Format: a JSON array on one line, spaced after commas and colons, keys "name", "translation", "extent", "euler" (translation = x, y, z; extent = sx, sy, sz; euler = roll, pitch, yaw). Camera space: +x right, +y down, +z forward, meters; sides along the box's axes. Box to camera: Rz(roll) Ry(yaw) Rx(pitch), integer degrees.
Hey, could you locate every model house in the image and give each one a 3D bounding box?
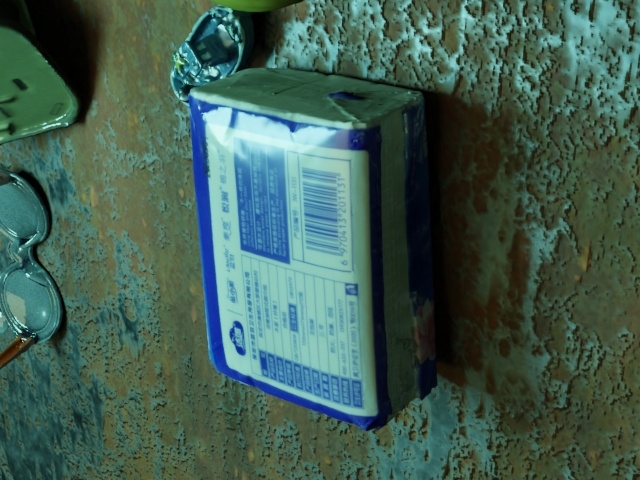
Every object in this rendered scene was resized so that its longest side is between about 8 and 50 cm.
[{"name": "model house", "translation": [-0.389, -0.262, 1.350], "extent": [0.205, 0.218, 0.279], "euler": [59, -160, -62]}]

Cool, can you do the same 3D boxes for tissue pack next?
[{"name": "tissue pack", "translation": [0.000, 0.000, 1.068], "extent": [0.209, 0.137, 0.270], "euler": [15, 117, 41]}]

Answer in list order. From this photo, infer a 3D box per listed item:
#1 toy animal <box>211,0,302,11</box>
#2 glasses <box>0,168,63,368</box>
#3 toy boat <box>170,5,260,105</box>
[{"name": "toy animal", "translation": [-0.072, -0.275, 0.951], "extent": [0.338, 0.216, 0.191], "euler": [26, 155, 38]}, {"name": "glasses", "translation": [-0.412, 0.062, 1.433], "extent": [0.118, 0.268, 0.234], "euler": [10, 117, 22]}, {"name": "toy boat", "translation": [-0.100, -0.169, 1.132], "extent": [0.137, 0.061, 0.060], "euler": [-37, 83, 48]}]
